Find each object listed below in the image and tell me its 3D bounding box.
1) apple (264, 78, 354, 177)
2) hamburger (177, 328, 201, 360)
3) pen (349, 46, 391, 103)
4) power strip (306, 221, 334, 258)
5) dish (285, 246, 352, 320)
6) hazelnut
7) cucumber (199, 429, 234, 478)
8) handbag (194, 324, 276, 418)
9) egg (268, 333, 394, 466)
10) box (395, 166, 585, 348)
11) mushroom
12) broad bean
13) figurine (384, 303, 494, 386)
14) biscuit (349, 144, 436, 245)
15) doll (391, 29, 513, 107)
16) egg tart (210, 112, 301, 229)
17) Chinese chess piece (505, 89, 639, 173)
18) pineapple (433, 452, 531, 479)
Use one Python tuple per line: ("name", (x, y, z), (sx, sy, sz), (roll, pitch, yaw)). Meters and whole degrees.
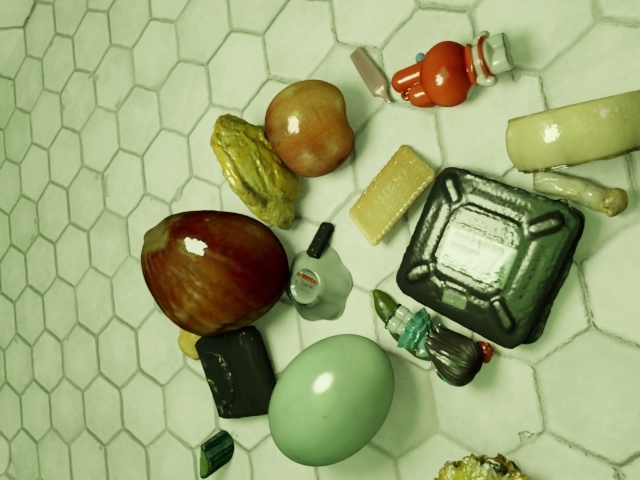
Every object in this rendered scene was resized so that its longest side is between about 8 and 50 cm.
("apple", (-0.020, -0.302, 1.317), (0.253, 0.253, 0.253), (-1, 88, 32))
("hamburger", (-0.407, 0.326, 1.634), (0.147, 0.083, 0.138), (30, 100, 28))
("pen", (0.143, -0.445, 1.336), (0.053, 0.032, 0.197), (-37, 67, 25))
("power strip", (0.000, 0.000, 1.387), (0.038, 0.029, 0.111), (16, 67, 32))
("dish", (-0.026, 0.127, 1.397), (0.229, 0.081, 0.229), (-2, 87, 33))
("hazelnut", (-0.309, 0.077, 1.401), (0.421, 0.421, 0.352), (10, 54, 32))
("cucumber", (-0.331, 0.687, 1.562), (0.062, 0.115, 0.116), (10, 102, 32))
("handbag", (-0.253, 0.404, 1.503), (0.244, 0.088, 0.275), (-19, 93, 28))
("egg", (0.024, 0.402, 1.240), (0.276, 0.276, 0.389), (49, 111, 24))
("box", (0.378, 0.032, 1.137), (0.359, 0.091, 0.350), (26, 102, 32))
("mushroom", (0.550, -0.108, 1.057), (0.202, 0.054, 0.059), (29, 99, 36))
("broad bean", (0.208, 0.226, 1.266), (0.065, 0.046, 0.254), (-47, 67, 15))
("figurine", (0.277, 0.239, 1.171), (0.245, 0.110, 0.138), (34, 74, 26))
("biscuit", (0.182, -0.118, 1.279), (0.249, 0.030, 0.160), (-52, 43, 20))
("doll", (0.305, -0.399, 1.175), (0.290, 0.130, 0.161), (-12, 82, 37))
("egg tart", (-0.172, -0.207, 1.381), (0.153, 0.339, 0.351), (-28, 65, 11))
("Chinese chess piece", (0.505, -0.211, 0.958), (0.270, 0.270, 0.112), (-8, 100, 32))
("pineapple", (0.363, 0.586, 1.124), (0.334, 0.158, 0.161), (-46, 27, 18))
